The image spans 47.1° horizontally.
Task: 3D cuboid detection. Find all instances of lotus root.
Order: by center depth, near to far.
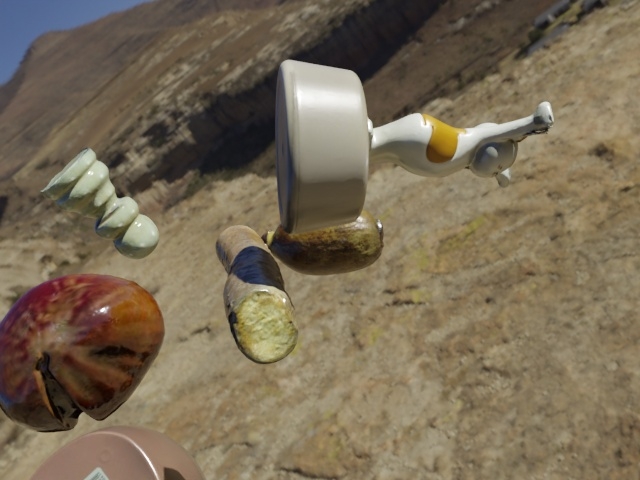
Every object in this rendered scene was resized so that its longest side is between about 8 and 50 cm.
[{"bbox_3d":[0.000,0.000,1.474,0.260,0.145,0.129,-5,40,11],"label":"lotus root"}]

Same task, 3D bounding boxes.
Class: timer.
[{"bbox_3d":[0.090,-0.097,0.760,0.265,0.175,0.175,-1,15,-7],"label":"timer"}]

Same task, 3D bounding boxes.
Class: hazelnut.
[{"bbox_3d":[-0.281,0.120,0.845,0.203,0.178,0.178,-20,15,-5],"label":"hazelnut"}]

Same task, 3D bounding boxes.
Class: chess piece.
[{"bbox_3d":[-0.433,-0.062,1.504,0.133,0.243,0.133,-37,22,18],"label":"chess piece"}]

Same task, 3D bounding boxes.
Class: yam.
[{"bbox_3d":[-0.084,0.045,0.871,0.081,0.081,0.357,-40,18,-1],"label":"yam"}]

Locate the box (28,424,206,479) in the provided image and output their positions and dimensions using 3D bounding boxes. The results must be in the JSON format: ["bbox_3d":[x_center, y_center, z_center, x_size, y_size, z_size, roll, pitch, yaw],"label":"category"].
[{"bbox_3d":[-0.347,0.456,1.239,0.301,0.301,0.216,-44,-21,-14],"label":"box"}]
